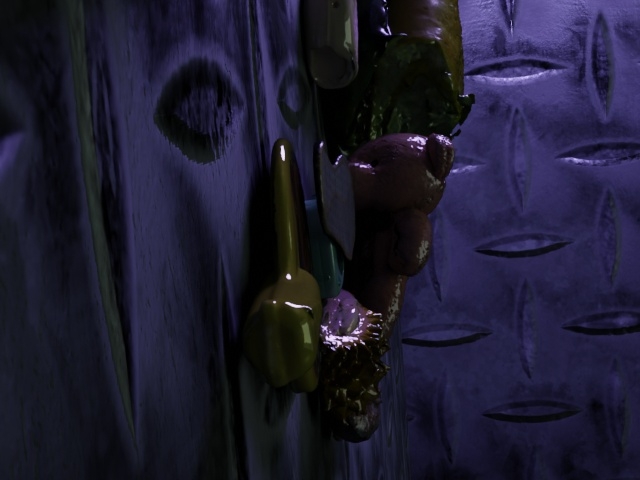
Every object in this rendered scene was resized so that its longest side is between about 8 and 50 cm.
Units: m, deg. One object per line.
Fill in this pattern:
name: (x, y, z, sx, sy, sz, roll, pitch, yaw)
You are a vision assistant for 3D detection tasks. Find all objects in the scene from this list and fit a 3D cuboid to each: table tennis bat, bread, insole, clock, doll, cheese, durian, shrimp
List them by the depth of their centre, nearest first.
table tennis bat: (-0.023, 0.034, 0.957, 0.368, 0.054, 0.224, -81, 166, -79)
insole: (0.020, -0.040, 1.202, 0.348, 0.009, 0.119, 30, 55, -82)
clock: (0.000, 0.000, 1.231, 0.135, 0.041, 0.101, -74, 157, -75)
durian: (0.039, 0.106, 1.281, 0.224, 0.078, 0.140, -85, 159, -58)
shrimp: (0.041, 0.195, 1.383, 0.073, 0.075, 0.190, 63, 15, -3)
doll: (0.052, -0.003, 1.439, 0.201, 0.156, 0.303, -16, -129, 56)
cheese: (0.016, -0.295, 1.458, 0.137, 0.064, 0.227, 84, 7, -52)
bread: (0.100, -0.293, 1.673, 0.251, 0.208, 0.376, 86, 0, -51)
